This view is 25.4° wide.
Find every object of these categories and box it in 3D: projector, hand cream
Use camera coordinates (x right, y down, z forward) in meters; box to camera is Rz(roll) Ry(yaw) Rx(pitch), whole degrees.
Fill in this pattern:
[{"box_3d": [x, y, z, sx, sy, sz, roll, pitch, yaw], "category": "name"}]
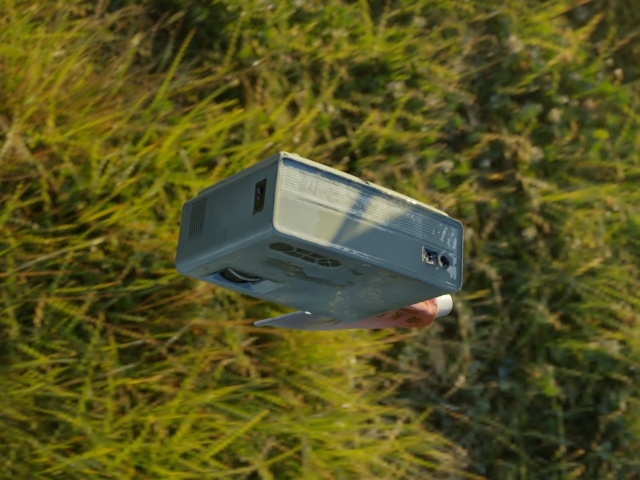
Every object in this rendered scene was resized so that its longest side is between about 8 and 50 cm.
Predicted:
[{"box_3d": [0.000, 0.000, 0.898, 0.147, 0.115, 0.061, 19, 64, -33], "category": "projector"}, {"box_3d": [0.041, 0.059, 1.211, 0.216, 0.052, 0.038, -4, 51, -47], "category": "hand cream"}]
